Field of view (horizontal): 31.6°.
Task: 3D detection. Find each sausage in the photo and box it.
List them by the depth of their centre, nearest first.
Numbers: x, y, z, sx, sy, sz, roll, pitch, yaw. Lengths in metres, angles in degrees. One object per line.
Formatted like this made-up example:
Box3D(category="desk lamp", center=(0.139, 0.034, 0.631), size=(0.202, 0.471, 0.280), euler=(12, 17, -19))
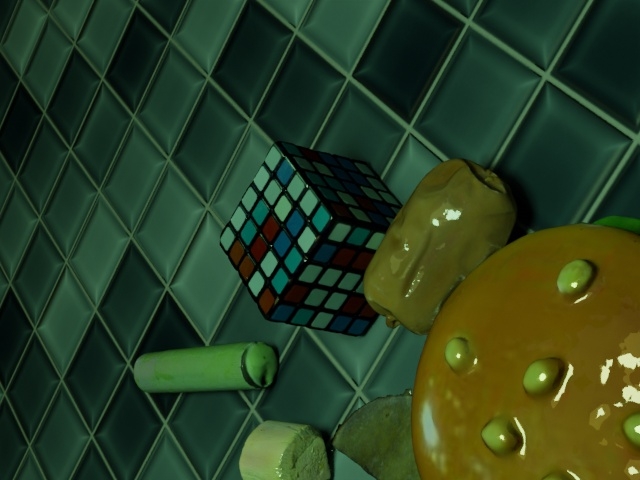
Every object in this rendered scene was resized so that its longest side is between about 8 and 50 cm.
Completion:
Box3D(category="sausage", center=(0.147, 0.011, 1.418), size=(0.241, 0.120, 0.136), euler=(-55, 39, 24))

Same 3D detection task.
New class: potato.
Box3D(category="potato", center=(0.124, 0.260, 1.404), size=(0.243, 0.098, 0.138), euler=(34, 101, 57))

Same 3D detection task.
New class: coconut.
Box3D(category="coconut", center=(-0.056, 0.311, 1.583), size=(0.122, 0.116, 0.116), euler=(2, 82, 44))

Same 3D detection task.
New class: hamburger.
Box3D(category="hamburger", center=(0.272, 0.167, 1.119), size=(0.395, 0.277, 0.396), euler=(-14, 70, 45))

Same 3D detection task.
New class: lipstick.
Box3D(category="lipstick", center=(-0.185, 0.204, 1.788), size=(0.304, 0.076, 0.076), euler=(-12, 72, 48))

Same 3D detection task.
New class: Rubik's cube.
Box3D(category="Rubik's cube", center=(0.000, 0.000, 1.542), size=(0.187, 0.184, 0.182), euler=(-58, 45, 24))
